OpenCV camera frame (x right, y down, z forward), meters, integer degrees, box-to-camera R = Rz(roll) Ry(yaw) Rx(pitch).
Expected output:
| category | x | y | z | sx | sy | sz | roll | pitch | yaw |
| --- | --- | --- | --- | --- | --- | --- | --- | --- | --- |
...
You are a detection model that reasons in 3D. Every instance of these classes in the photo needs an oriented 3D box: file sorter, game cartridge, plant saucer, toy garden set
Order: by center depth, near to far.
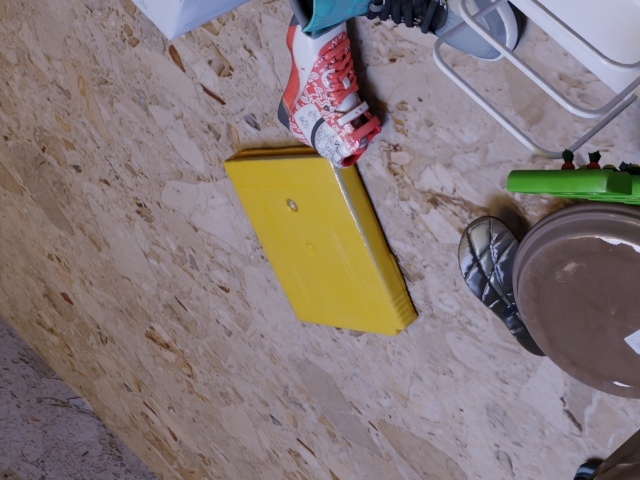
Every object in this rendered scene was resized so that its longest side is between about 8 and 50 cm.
| category | x | y | z | sx | sy | sz | roll | pitch | yaw |
| --- | --- | --- | --- | --- | --- | --- | --- | --- | --- |
| file sorter | 0.252 | -0.240 | 0.889 | 0.193 | 0.173 | 0.277 | 45 | 147 | 13 |
| toy garden set | 0.335 | -0.062 | 0.926 | 0.204 | 0.244 | 0.049 | 4 | 91 | 48 |
| plant saucer | 0.349 | 0.082 | 1.150 | 0.278 | 0.041 | 0.277 | 21 | 132 | 26 |
| game cartridge | 0.000 | 0.000 | 1.570 | 0.285 | 0.053 | 0.323 | 4 | 126 | 51 |

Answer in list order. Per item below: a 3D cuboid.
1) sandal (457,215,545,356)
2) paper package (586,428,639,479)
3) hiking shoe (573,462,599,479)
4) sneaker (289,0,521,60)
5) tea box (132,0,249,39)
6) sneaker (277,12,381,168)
| category | x | y | z | sx | sy | sz | roll | pitch | yaw |
| --- | --- | --- | --- | --- | --- | --- | --- | --- | --- |
| sandal | 0.254 | 0.056 | 1.277 | 0.090 | 0.060 | 0.219 | -34 | 109 | 23 |
| paper package | 0.524 | 0.343 | 1.096 | 0.325 | 0.168 | 0.309 | 53 | 148 | 3 |
| hiking shoe | 0.382 | 0.463 | 1.426 | 0.113 | 0.132 | 0.304 | 19 | 134 | 43 |
| sneaker | 0.065 | -0.274 | 1.092 | 0.295 | 0.178 | 0.123 | 40 | 145 | 21 |
| tea box | -0.179 | -0.488 | 1.169 | 0.329 | 0.220 | 0.323 | 46 | 147 | 12 |
| sneaker | 0.027 | -0.208 | 1.294 | 0.145 | 0.090 | 0.270 | 42 | 150 | 17 |
